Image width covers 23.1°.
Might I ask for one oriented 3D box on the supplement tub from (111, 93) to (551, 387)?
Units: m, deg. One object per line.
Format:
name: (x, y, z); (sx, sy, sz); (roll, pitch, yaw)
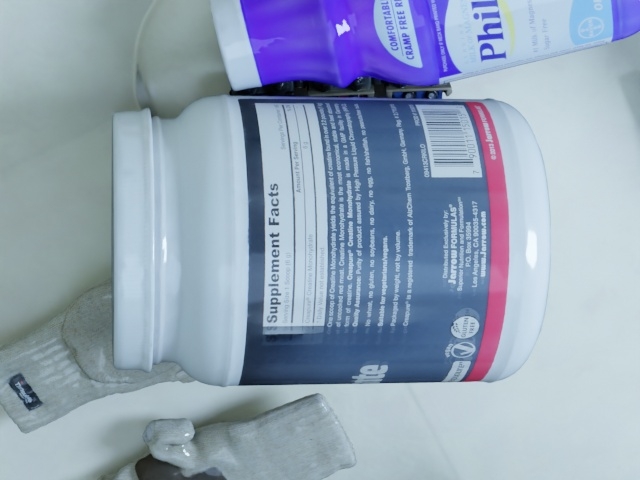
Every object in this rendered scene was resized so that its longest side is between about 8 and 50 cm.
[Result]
supplement tub: (0.000, 0.000, 1.029); (0.272, 0.191, 0.191); (0, 118, -8)

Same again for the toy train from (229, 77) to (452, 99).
toy train: (0.017, -0.104, 1.074); (0.158, 0.027, 0.036); (-4, 121, -3)

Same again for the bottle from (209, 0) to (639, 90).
bottle: (0.072, -0.161, 1.011); (0.282, 0.092, 0.118); (-13, 113, 1)

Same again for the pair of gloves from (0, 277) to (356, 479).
pair of gloves: (-0.111, 0.125, 1.173); (0.204, 0.042, 0.240); (-31, 114, 14)
